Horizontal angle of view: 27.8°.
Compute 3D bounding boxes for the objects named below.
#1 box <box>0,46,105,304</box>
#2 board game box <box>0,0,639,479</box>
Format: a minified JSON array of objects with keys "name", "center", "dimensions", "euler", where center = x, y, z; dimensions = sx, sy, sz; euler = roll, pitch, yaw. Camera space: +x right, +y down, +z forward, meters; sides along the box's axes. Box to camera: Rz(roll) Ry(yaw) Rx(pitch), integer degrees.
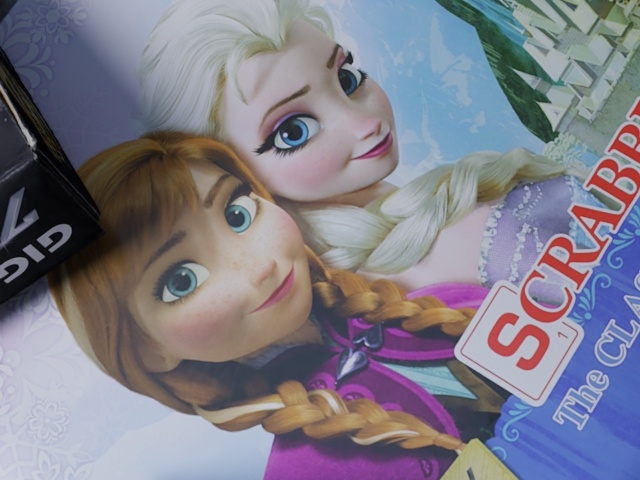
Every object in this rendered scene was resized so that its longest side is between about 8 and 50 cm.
[{"name":"box","center":[-0.277,-0.040,0.503],"dimensions":[0.293,0.073,0.295],"euler":[-35,63,-1]},{"name":"board game box","center":[0.000,0.000,0.530],"dimensions":[0.318,0.066,0.318],"euler":[31,77,9]}]
